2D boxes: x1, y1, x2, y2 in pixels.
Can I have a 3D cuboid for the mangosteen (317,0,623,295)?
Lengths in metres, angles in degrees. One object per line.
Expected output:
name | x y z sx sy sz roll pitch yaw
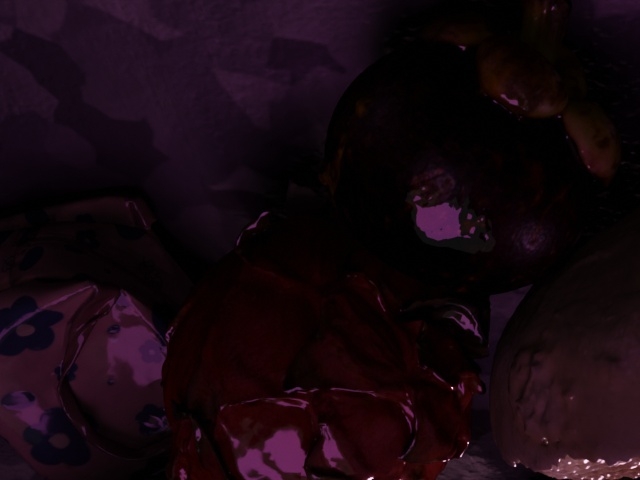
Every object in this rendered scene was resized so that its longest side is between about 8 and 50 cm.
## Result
mangosteen | 0.110 -0.073 0.924 0.192 0.192 0.217 26 114 -12

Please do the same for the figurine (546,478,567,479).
figurine | 0.237 0.310 1.385 0.098 0.082 0.154 15 142 22

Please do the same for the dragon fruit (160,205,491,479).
dragon fruit | -0.008 0.111 1.028 0.244 0.299 0.244 39 176 3

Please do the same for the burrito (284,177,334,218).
burrito | 0.000 0.002 1.135 0.051 0.042 0.171 -1 139 3

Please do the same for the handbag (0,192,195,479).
handbag | -0.193 0.090 1.196 0.193 0.190 0.251 -24 122 24

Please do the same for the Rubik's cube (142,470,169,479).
Rubik's cube | -0.097 0.404 1.231 0.358 0.362 0.363 -2 102 53

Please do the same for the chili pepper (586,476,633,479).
chili pepper | 0.253 0.187 1.263 0.049 0.043 0.208 18 148 40

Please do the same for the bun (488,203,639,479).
bun | 0.291 0.061 0.958 0.364 0.202 0.364 -6 167 -1
